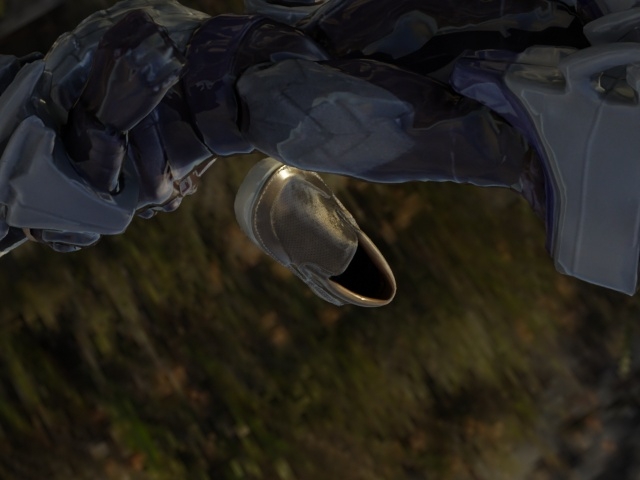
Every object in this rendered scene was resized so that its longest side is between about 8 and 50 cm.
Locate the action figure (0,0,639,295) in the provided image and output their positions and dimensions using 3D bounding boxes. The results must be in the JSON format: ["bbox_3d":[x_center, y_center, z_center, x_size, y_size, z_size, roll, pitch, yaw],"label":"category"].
[{"bbox_3d":[-0.002,-0.048,0.518,0.185,0.285,0.099,-61,143,-51],"label":"action figure"}]

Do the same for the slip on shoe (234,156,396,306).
[{"bbox_3d":[0.000,0.000,0.968,0.051,0.041,0.135,-56,146,-14],"label":"slip on shoe"}]
